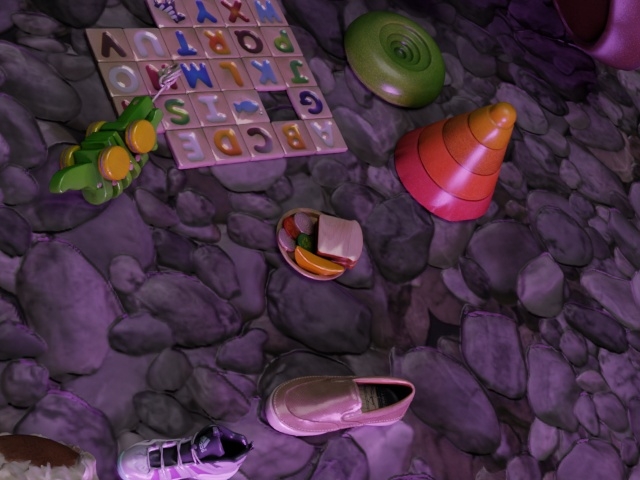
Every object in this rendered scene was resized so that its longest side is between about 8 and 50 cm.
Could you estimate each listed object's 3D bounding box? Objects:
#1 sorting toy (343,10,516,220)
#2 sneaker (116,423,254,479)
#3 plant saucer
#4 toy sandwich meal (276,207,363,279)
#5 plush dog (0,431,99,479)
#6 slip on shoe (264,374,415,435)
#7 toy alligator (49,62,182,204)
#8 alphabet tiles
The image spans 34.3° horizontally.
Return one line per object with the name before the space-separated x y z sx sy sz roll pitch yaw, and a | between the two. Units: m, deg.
sorting toy | 0.116 -0.206 1.107 0.127 0.126 0.366 -6 64 -34
sneaker | -0.096 0.154 0.764 0.098 0.069 0.038 1 59 -32
plant saucer | 0.328 -0.355 1.261 0.050 0.311 0.311 -13 64 -4
toy sandwich meal | 0.000 0.000 0.957 0.085 0.029 0.086 17 52 -23
plush dog | -0.209 0.265 0.574 0.225 0.211 0.262 -12 38 -22
slip on shoe | 0.019 0.135 0.870 0.135 0.041 0.051 7 57 -29
toy alligator | -0.165 -0.084 0.896 0.190 0.056 0.051 -55 136 -41
alphabet tiles | -0.104 -0.161 1.014 0.237 0.009 0.198 -9 66 -37
